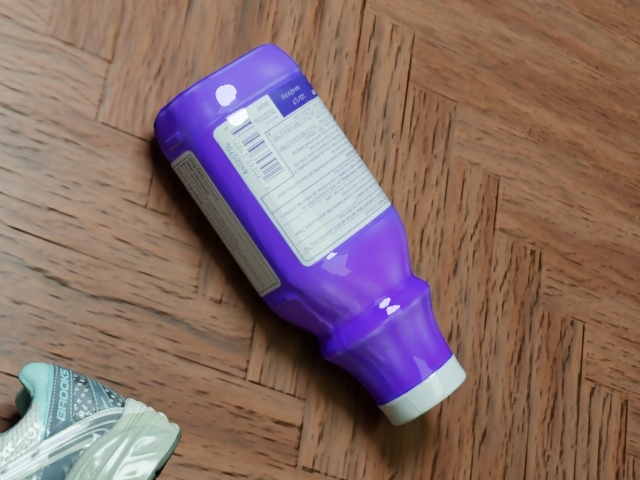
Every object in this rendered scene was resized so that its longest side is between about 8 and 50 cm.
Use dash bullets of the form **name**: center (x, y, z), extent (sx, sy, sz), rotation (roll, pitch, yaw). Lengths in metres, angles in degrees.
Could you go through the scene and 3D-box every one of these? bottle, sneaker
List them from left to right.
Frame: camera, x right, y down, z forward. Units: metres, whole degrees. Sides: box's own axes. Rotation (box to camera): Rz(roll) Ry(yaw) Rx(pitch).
- **sneaker**: center (-0.206, 0.189, 0.897), extent (0.122, 0.110, 0.283), rotation (34, 52, 4)
- **bottle**: center (0.000, 0.000, 1.096), extent (0.118, 0.092, 0.283), rotation (-37, 94, -37)
